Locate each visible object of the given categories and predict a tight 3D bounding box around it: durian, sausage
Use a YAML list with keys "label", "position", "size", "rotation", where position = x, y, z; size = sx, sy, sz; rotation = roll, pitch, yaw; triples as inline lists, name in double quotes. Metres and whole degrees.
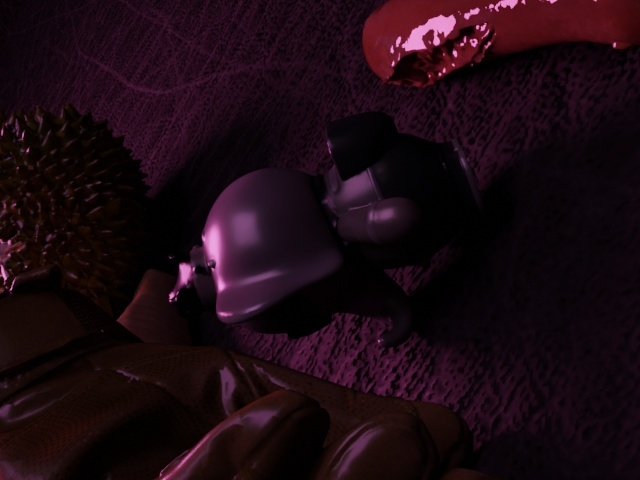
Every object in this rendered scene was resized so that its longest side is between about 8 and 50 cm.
- label: "durian"
  position: [-0.287, -0.012, 0.939]
  size: [0.291, 0.224, 0.291]
  rotation: [-33, 40, 33]
- label: "sausage"
  position: [0.106, -0.136, 0.565]
  size: [0.304, 0.078, 0.078]
  rotation: [4, 67, 60]

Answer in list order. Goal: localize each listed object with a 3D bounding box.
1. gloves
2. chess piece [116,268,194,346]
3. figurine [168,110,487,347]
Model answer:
- label: "gloves"
  position: [-0.053, 0.114, 0.453]
  size: [0.331, 0.154, 0.141]
  rotation: [17, 85, 34]
- label: "chess piece"
  position: [-0.151, 0.119, 0.724]
  size: [0.137, 0.137, 0.301]
  rotation: [-53, 15, 14]
- label: "figurine"
  position: [0.000, 0.000, 0.546]
  size: [0.192, 0.126, 0.147]
  rotation: [-19, 25, 7]
